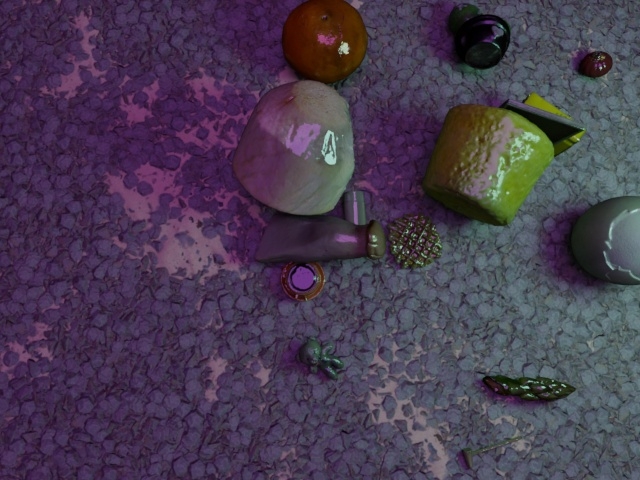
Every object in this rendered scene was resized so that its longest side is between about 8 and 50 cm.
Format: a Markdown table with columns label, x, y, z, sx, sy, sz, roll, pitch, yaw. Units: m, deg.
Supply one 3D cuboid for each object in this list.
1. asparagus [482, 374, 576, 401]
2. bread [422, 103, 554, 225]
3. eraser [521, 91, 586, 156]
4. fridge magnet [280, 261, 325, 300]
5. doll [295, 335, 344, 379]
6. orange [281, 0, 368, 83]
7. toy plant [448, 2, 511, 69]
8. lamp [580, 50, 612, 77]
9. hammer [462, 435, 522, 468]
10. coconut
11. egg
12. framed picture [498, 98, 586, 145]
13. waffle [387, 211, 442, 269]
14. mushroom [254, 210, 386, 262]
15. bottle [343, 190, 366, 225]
| label | x | y | z | sx | sy | sz | roll | pitch | yaw |
| --- | --- | --- | --- | --- | --- | --- | --- | --- | --- |
| asparagus | 0.656 | 0.464 | 1.650 | 0.287 | 0.080 | 0.080 | 2 | 81 | -2 |
| bread | 0.506 | -0.222 | 1.623 | 0.348 | 0.348 | 0.308 | 22 | 87 | 1 |
| eraser | 0.738 | -0.380 | 1.738 | 0.226 | 0.158 | 0.069 | 36 | 80 | 3 |
| fridge magnet | -0.056 | 0.122 | 1.680 | 0.143 | 0.063 | 0.143 | 0 | 82 | 1 |
| doll | 0.002 | 0.370 | 1.645 | 0.150 | 0.077 | 0.115 | 32 | 92 | -8 |
| orange | 0.013 | -0.653 | 1.721 | 0.283 | 0.226 | 0.284 | 1 | 75 | -4 |
| toy plant | 0.538 | -0.693 | 1.784 | 0.218 | 0.175 | 0.235 | 16 | 53 | -7 |
| lamp | 0.946 | -0.603 | 1.813 | 0.101 | 0.090 | 0.101 | -14 | 50 | 17 |
| hammer | 0.540 | 0.653 | 1.643 | 0.195 | 0.028 | 0.060 | -16 | 88 | -6 |
| coconut | -0.074 | -0.266 | 1.608 | 0.344 | 0.415 | 0.415 | 21 | 81 | -11 |
| egg | 0.939 | 0.001 | 1.604 | 0.278 | 0.336 | 0.278 | 0 | 87 | -4 |
| framed picture | 0.638 | -0.350 | 1.647 | 0.240 | 0.324 | 0.020 | 19 | 89 | 2 |
| waffle | 0.305 | 0.001 | 1.726 | 0.169 | 0.036 | 0.184 | -19 | 82 | -3 |
| mushroom | -0.002 | -0.008 | 1.631 | 0.407 | 0.137 | 0.154 | -1 | 63 | 14 |
| bottle | 0.112 | -0.056 | 1.709 | 0.072 | 0.072 | 0.202 | -2 | 82 | -2 |
